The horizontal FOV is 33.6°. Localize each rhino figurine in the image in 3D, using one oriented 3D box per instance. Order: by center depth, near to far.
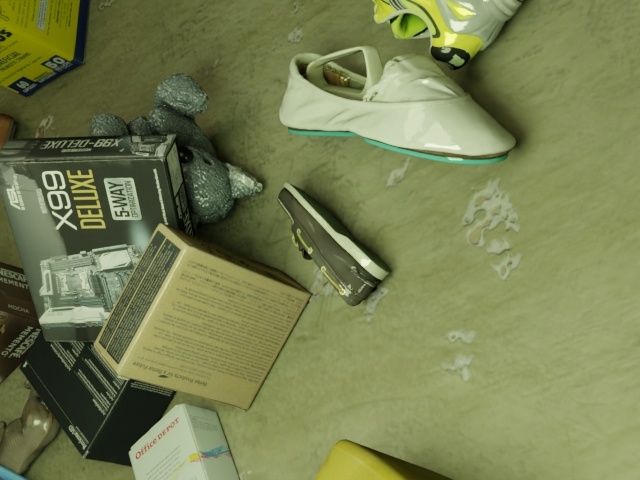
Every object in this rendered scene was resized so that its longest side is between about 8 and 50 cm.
[{"bbox_3d":[-0.516,0.351,1.777,0.243,0.073,0.106,-52,43,16],"label":"rhino figurine"}]

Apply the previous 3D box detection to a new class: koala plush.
[{"bbox_3d":[-0.205,-0.099,1.603,0.196,0.203,0.221,-35,53,-21],"label":"koala plush"}]

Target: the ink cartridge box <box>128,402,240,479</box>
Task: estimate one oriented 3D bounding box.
[{"bbox_3d":[-0.183,0.334,1.466,0.127,0.072,0.175,-43,48,22],"label":"ink cartridge box"}]

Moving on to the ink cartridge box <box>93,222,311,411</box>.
[{"bbox_3d":[-0.155,0.106,1.420,0.088,0.235,0.193,36,98,46],"label":"ink cartridge box"}]

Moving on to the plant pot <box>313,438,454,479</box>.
[{"bbox_3d":[0.077,0.334,1.138,0.212,0.212,0.187,-61,32,5],"label":"plant pot"}]

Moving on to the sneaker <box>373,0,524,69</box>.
[{"bbox_3d":[0.105,-0.364,1.438,0.147,0.145,0.385,-56,43,10],"label":"sneaker"}]

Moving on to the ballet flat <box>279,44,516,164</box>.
[{"bbox_3d":[0.081,-0.186,1.377,0.400,0.139,0.139,17,85,48],"label":"ballet flat"}]

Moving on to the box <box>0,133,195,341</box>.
[{"bbox_3d":[-0.300,0.002,1.489,0.243,0.307,0.076,0,33,9],"label":"box"}]

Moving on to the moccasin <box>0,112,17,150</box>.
[{"bbox_3d":[-0.757,-0.225,2.192,0.380,0.147,0.139,15,84,46],"label":"moccasin"}]

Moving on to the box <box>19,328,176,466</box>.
[{"bbox_3d":[-0.344,0.200,1.655,0.261,0.103,0.184,38,98,45],"label":"box"}]

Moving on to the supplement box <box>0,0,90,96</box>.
[{"bbox_3d":[-0.649,-0.455,2.037,0.194,0.357,0.195,-20,60,37],"label":"supplement box"}]

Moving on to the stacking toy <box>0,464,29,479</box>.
[{"bbox_3d":[-0.538,0.471,1.603,0.175,0.166,0.302,-57,18,7],"label":"stacking toy"}]

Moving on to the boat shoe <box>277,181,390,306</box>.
[{"bbox_3d":[0.000,0.000,1.426,0.068,0.081,0.228,-52,48,9],"label":"boat shoe"}]

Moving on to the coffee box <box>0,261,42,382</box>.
[{"bbox_3d":[-0.627,0.174,1.888,0.297,0.168,0.118,-41,49,23],"label":"coffee box"}]
